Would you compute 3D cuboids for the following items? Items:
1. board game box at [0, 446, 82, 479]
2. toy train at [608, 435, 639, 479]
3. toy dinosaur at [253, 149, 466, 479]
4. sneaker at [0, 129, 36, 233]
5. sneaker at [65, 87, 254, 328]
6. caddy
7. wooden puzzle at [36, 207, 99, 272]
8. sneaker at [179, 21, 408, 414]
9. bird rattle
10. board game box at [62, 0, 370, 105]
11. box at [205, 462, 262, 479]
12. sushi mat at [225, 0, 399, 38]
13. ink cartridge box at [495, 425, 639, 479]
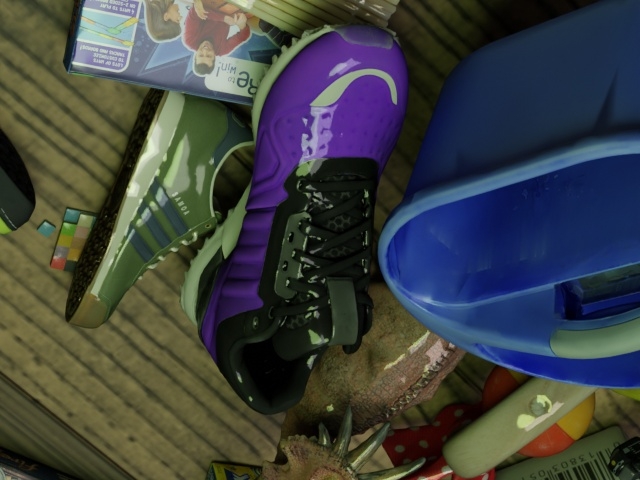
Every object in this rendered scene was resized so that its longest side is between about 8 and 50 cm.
[{"bbox_3d":[-0.266,0.285,1.352,0.165,0.042,0.243,27,96,-26],"label":"board game box"},{"bbox_3d":[0.277,0.163,1.403,0.158,0.036,0.027,-15,141,-50],"label":"toy train"},{"bbox_3d":[0.043,0.092,1.249,0.127,0.200,0.295,24,112,-24],"label":"toy dinosaur"},{"bbox_3d":[-0.279,-0.074,1.144,0.097,0.084,0.234,-27,123,6],"label":"sneaker"},{"bbox_3d":[-0.108,-0.014,1.225,0.086,0.064,0.192,18,107,-20],"label":"sneaker"},{"bbox_3d":[0.195,-0.009,1.074,0.241,0.179,0.341,35,146,-31],"label":"caddy"},{"bbox_3d":[-0.165,0.003,1.262,0.083,0.006,0.049,11,118,-19],"label":"wooden puzzle"},{"bbox_3d":[0.001,0.000,1.146,0.102,0.146,0.293,2,133,-25],"label":"sneaker"},{"bbox_3d":[0.152,0.116,1.301,0.253,0.207,0.143,-29,82,5],"label":"bird rattle"},{"bbox_3d":[-0.058,-0.160,1.154,0.201,0.035,0.136,10,106,-18],"label":"board game box"},{"bbox_3d":[-0.082,0.264,1.408,0.054,0.059,0.169,10,118,-20],"label":"box"},{"bbox_3d":[-0.071,-0.239,1.096,0.316,0.019,0.151,24,99,-20],"label":"sushi mat"},{"bbox_3d":[0.175,0.371,1.515,0.308,0.091,0.385,-22,122,1],"label":"ink cartridge box"}]
